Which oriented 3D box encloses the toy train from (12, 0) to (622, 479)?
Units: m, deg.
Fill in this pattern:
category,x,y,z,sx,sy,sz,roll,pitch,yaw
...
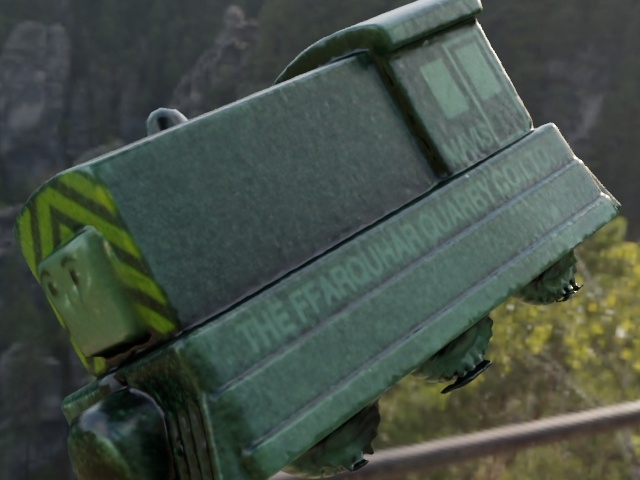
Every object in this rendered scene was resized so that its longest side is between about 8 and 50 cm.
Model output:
category,x,y,z,sx,sy,sz,roll,pitch,yaw
toy train,0.000,0.000,0.528,0.330,0.178,0.138,-29,1,-41
